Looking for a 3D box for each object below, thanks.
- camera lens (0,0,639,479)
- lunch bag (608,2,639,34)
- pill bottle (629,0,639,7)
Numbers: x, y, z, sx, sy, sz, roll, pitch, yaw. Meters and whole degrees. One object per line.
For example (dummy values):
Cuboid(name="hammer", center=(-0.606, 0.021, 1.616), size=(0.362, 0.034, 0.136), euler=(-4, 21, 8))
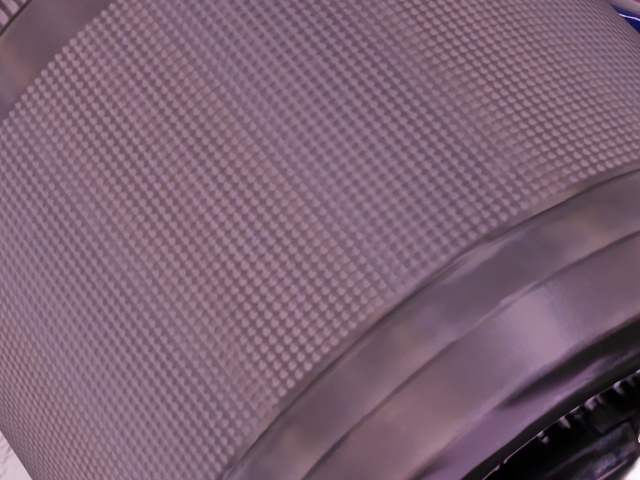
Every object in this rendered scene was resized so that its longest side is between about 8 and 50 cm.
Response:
Cuboid(name="camera lens", center=(0.000, 0.000, 0.583), size=(0.219, 0.274, 0.219), euler=(-28, 149, -19))
Cuboid(name="lunch bag", center=(0.110, 0.006, 0.897), size=(0.221, 0.138, 0.293), euler=(-53, 160, 21))
Cuboid(name="pill bottle", center=(0.199, -0.135, 0.736), size=(0.160, 0.160, 0.283), euler=(-49, 149, 16))
